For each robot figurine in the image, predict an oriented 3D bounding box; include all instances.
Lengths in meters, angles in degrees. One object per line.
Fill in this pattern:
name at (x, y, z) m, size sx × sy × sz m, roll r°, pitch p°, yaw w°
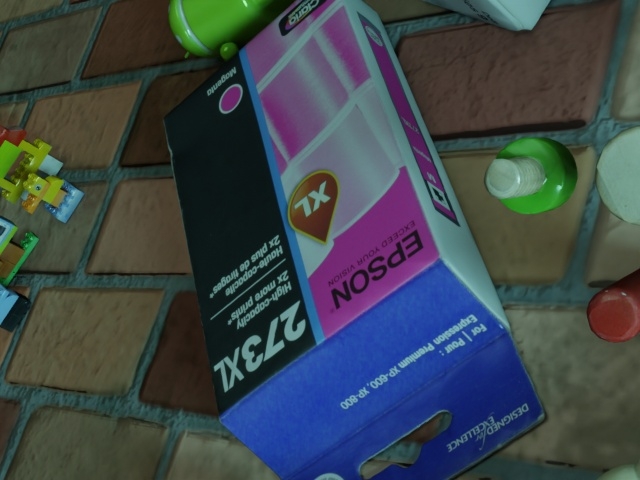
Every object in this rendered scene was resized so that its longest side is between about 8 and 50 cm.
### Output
robot figurine at (-0.073, -0.187, 0.939) m, size 0.115 × 0.067 × 0.101 m, roll -20°, pitch 82°, yaw 35°

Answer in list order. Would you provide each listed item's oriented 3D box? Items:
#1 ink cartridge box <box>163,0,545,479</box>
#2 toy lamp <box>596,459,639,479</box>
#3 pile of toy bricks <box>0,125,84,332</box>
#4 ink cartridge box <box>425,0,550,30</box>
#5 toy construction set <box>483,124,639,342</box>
ink cartridge box at (0.000, 0.000, 0.753) m, size 0.176 × 0.069 × 0.371 m, roll -38°, pitch 46°, yaw 21°
toy lamp at (0.130, 0.117, 0.530) m, size 0.275 × 0.080 × 0.080 m, roll -35°, pitch 45°, yaw 23°
pile of toy bricks at (-0.304, 0.001, 1.018) m, size 0.118 × 0.105 × 0.212 m, roll 31°, pitch 89°, yaw 50°
ink cartridge box at (0.111, -0.309, 0.724) m, size 0.121 × 0.211 × 0.289 m, roll 31°, pitch 88°, yaw 49°
toy construction set at (0.215, -0.111, 0.548) m, size 0.257 × 0.237 × 0.308 m, roll 32°, pitch 108°, yaw 21°
